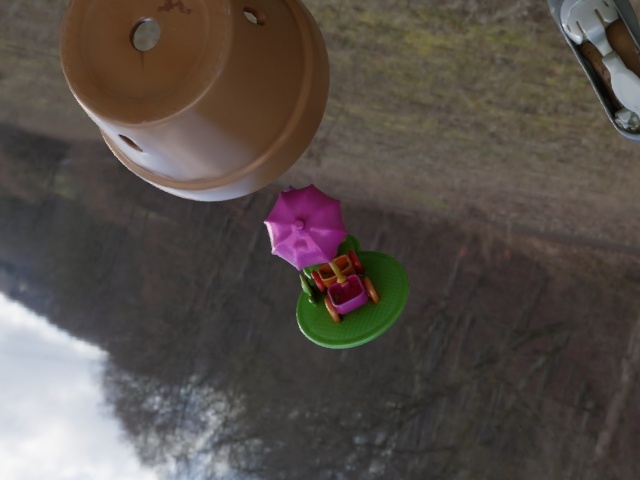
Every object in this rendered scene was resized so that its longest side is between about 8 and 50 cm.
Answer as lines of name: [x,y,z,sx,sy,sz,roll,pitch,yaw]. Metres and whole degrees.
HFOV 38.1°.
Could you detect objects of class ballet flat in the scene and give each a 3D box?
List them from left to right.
ballet flat: [0.289,-0.194,0.927,0.072,0.213,0.068,-30,172,25]

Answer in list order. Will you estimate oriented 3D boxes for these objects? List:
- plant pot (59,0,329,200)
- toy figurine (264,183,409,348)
plant pot: [-0.156,-0.201,1.045,0.291,0.291,0.203,13,177,18]
toy figurine: [0.000,0.000,0.967,0.159,0.130,0.173,60,-176,-42]
